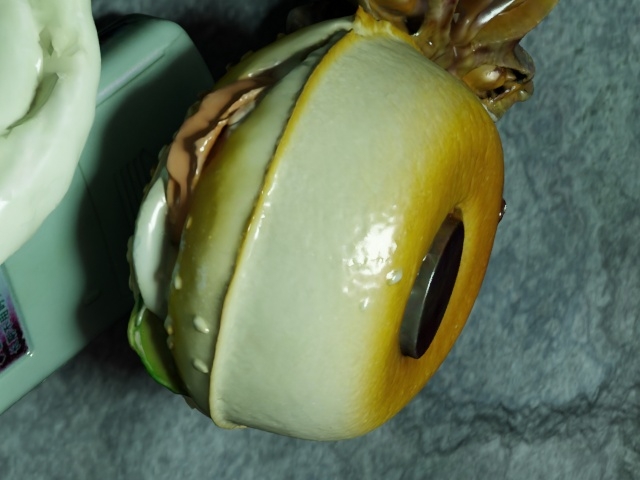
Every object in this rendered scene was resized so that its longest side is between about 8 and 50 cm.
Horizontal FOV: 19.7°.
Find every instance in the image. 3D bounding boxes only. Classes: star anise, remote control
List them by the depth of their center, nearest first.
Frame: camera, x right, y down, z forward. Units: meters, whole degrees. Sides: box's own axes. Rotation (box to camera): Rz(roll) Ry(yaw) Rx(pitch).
[{"bbox_3d":[-0.157,0.007,0.887,0.296,0.056,0.140,-41,135,-32],"label":"remote control"},{"bbox_3d":[0.063,-0.145,1.040,0.214,0.099,0.220,-32,147,-32],"label":"star anise"}]

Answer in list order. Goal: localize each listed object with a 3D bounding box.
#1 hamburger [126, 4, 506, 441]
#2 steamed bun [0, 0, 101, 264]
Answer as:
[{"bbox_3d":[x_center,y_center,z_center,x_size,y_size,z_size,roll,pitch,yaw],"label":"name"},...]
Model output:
[{"bbox_3d":[0.002,-0.004,0.920,0.237,0.147,0.237,-52,154,-37],"label":"hamburger"},{"bbox_3d":[-0.228,-0.063,0.658,0.280,0.207,0.268,-20,81,-22],"label":"steamed bun"}]
